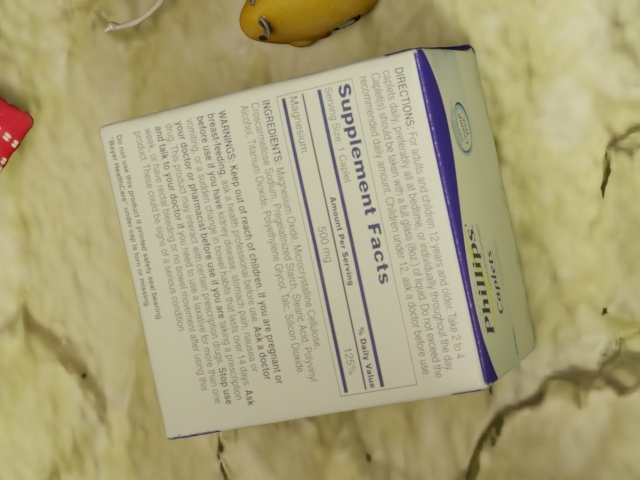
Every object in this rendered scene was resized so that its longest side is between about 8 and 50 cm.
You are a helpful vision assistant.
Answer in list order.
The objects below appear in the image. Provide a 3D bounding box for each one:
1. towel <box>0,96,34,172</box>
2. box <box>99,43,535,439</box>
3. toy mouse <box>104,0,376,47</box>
[{"bbox_3d":[-0.282,-0.004,0.703,0.199,0.031,0.275,38,81,1],"label":"towel"},{"bbox_3d":[0.000,0.000,0.645,0.137,0.072,0.126,-11,92,24],"label":"box"},{"bbox_3d":[-0.034,-0.144,0.662,0.161,0.031,0.143,-20,89,24],"label":"toy mouse"}]
